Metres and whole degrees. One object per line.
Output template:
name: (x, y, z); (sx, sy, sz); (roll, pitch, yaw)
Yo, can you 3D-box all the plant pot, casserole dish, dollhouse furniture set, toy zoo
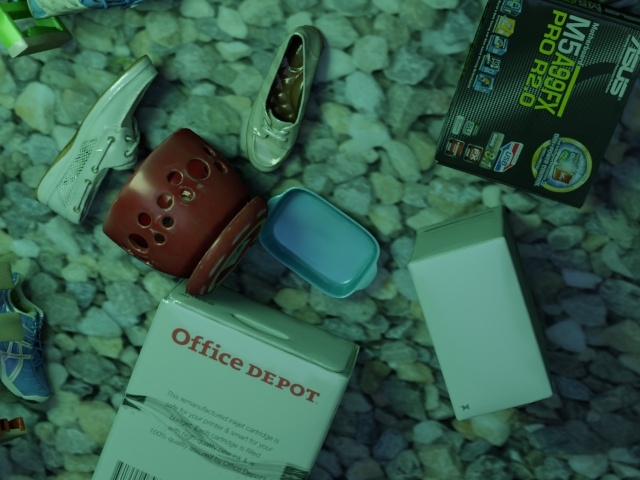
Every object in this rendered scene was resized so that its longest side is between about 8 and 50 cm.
plant pot: (-0.178, -0.035, 1.890); (0.174, 0.191, 0.191); (36, 105, 4)
casserole dish: (0.000, 0.000, 1.957); (0.188, 0.037, 0.114); (36, 105, 0)
dollhouse furniture set: (-0.525, 0.172, 1.979); (0.262, 0.135, 0.259); (-23, 76, 37)
toy zoo: (-0.465, -0.383, 1.860); (0.030, 0.192, 0.293); (-34, 95, 13)

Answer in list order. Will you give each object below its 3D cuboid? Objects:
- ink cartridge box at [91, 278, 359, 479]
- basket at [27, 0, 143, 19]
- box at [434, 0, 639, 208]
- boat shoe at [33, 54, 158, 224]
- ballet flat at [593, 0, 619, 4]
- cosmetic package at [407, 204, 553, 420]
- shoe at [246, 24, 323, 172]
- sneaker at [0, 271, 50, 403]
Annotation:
ink cartridge box: (-0.148, 0.286, 1.975); (0.285, 0.166, 0.395); (23, 105, 2)
basket: (-0.286, -0.430, 1.802); (0.289, 0.201, 0.255); (-10, 104, 42)
box: (0.295, -0.198, 1.820); (0.216, 0.060, 0.270); (18, 118, -1)
boat shoe: (-0.298, -0.139, 1.943); (0.096, 0.098, 0.277); (38, 114, -2)
ballet flat: (0.377, -0.420, 1.802); (0.068, 0.072, 0.213); (-11, 103, -17)
cosmetic package: (0.219, 0.092, 1.848); (0.138, 0.225, 0.224); (-16, 100, 12)
shoe: (-0.056, -0.197, 1.909); (0.076, 0.058, 0.219); (19, 104, 4)
sneaker: (-0.451, 0.145, 2.033); (0.081, 0.080, 0.211); (-20, 100, 15)
